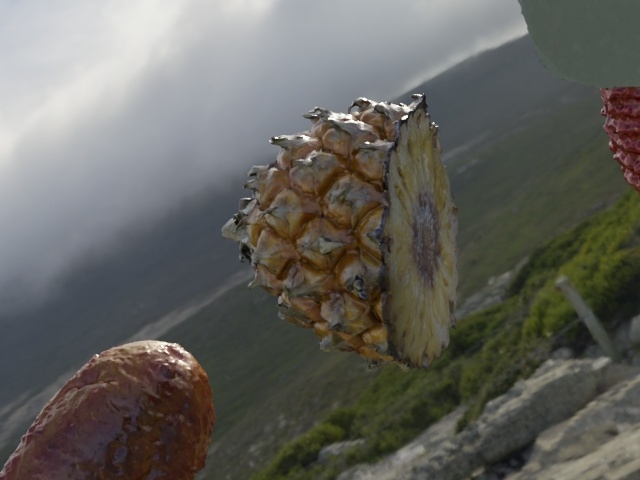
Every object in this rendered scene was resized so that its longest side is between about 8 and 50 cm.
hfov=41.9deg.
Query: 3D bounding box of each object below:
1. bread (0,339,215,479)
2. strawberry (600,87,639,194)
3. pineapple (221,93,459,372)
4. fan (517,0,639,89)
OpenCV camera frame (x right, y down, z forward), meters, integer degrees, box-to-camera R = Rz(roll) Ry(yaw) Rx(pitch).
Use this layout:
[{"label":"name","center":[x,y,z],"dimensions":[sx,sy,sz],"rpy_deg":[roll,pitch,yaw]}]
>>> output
[{"label":"bread","center":[-0.188,0.193,0.656],"dimensions":[0.269,0.139,0.095],"rpy_deg":[-44,4,-27]},{"label":"strawberry","center":[0.542,-0.210,1.161],"dimensions":[0.312,0.351,0.267],"rpy_deg":[-17,32,41]},{"label":"pineapple","center":[0.001,-0.003,0.511],"dimensions":[0.137,0.161,0.176],"rpy_deg":[-1,-4,24]},{"label":"fan","center":[0.252,-0.274,0.661],"dimensions":[0.182,0.310,0.010],"rpy_deg":[2,18,11]}]
